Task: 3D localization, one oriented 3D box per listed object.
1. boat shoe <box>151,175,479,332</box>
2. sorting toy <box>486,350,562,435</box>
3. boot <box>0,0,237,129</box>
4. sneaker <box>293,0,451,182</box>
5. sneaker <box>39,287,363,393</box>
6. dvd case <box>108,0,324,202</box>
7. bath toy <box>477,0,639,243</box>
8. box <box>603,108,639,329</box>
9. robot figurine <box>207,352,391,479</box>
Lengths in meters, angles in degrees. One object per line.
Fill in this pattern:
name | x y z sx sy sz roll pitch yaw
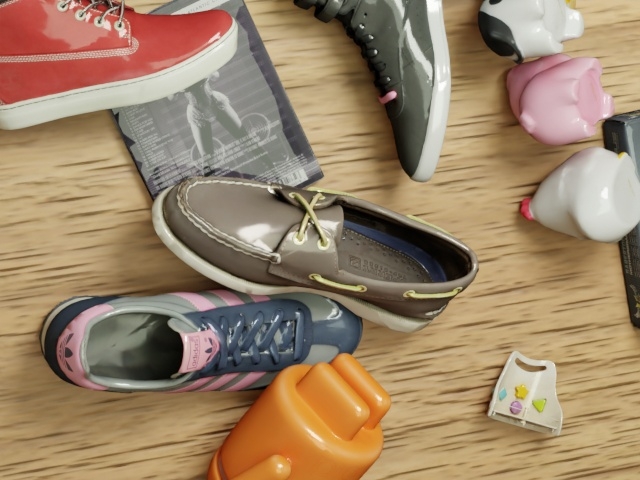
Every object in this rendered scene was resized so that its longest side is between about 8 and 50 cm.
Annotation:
boat shoe | 0.000 0.000 1.509 0.324 0.097 0.116 20 53 -26
sorting toy | 0.213 0.156 1.652 0.083 0.045 0.075 18 84 -16
boot | -0.206 -0.211 1.425 0.244 0.088 0.176 -14 119 2
sneaker | 0.043 -0.201 1.536 0.147 0.104 0.295 -3 91 -13
sneaker | -0.101 0.102 1.510 0.319 0.131 0.112 -5 96 -15
dvd case | -0.114 -0.124 1.540 0.164 0.018 0.221 -27 103 -10
bath toy | 0.220 -0.157 1.577 0.151 0.129 0.348 -39 114 -47
box | 0.406 -0.033 1.673 0.183 0.059 0.232 -13 100 -14
robot figurine | -0.027 0.207 1.522 0.128 0.158 0.219 28 119 -18
